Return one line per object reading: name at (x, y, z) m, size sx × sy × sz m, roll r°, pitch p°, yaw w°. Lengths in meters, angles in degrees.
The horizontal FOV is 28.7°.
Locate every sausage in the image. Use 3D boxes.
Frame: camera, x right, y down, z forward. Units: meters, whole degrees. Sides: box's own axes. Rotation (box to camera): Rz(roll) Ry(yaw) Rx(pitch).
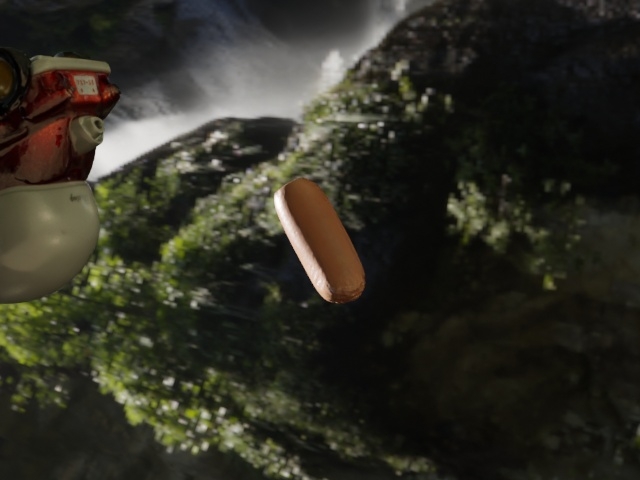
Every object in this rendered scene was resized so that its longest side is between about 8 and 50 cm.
sausage at (0.000, 0.000, 0.764) m, size 0.034 × 0.034 × 0.083 m, roll -15°, pitch -110°, yaw -40°

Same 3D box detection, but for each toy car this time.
toy car at (-0.156, -0.025, 0.625) m, size 0.112 × 0.139 × 0.112 m, roll 65°, pitch -158°, yaw 5°
